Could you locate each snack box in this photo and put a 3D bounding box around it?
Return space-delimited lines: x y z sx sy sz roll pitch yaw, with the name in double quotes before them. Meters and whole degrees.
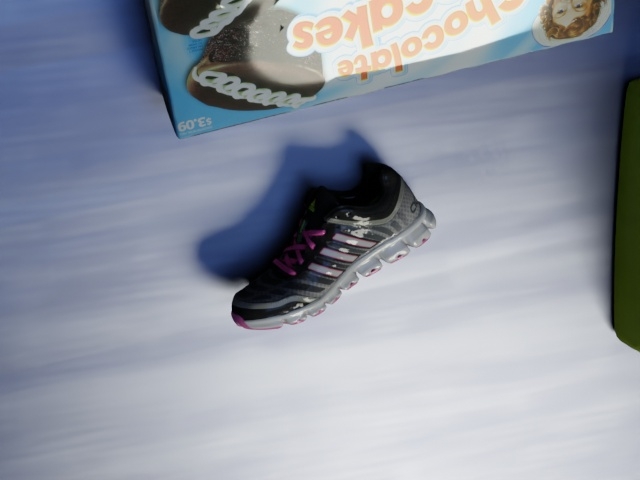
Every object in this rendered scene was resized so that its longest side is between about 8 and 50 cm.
"snack box" 0.039 -0.193 1.004 0.322 0.060 0.187 -15 130 -8

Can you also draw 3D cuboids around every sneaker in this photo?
"sneaker" 0.000 0.000 1.097 0.170 0.063 0.075 -32 115 -11

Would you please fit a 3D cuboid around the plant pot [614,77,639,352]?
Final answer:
"plant pot" 0.371 -0.005 1.135 0.227 0.207 0.228 -7 109 -15
